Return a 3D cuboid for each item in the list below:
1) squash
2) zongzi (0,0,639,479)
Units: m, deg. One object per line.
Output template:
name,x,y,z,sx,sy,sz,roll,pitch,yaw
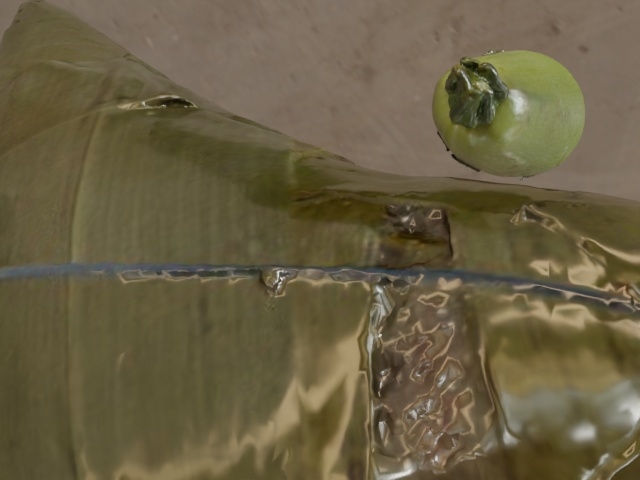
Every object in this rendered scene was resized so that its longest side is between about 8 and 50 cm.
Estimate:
squash,0.106,-0.085,0.969,0.200,0.075,0.090,-1,96,-65
zongzi,0.000,0.000,0.564,0.356,0.393,0.174,-17,142,25
